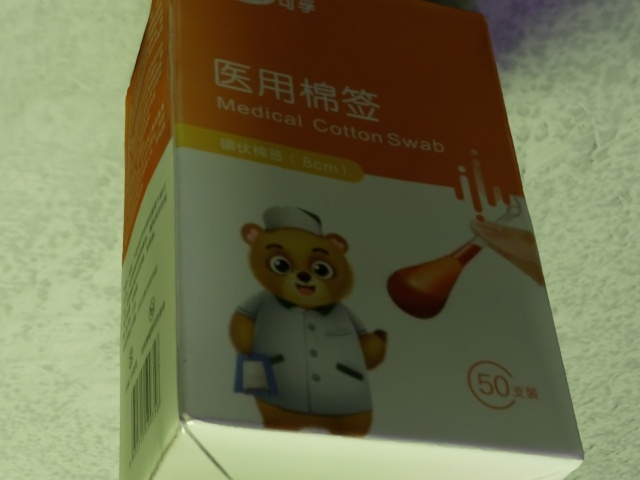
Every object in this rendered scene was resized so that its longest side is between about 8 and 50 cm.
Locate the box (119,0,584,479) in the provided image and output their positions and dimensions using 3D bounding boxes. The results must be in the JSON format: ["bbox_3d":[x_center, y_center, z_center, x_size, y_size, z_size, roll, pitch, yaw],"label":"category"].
[{"bbox_3d":[0.000,0.000,0.734,0.224,0.341,0.143,9,143,-19],"label":"box"}]
